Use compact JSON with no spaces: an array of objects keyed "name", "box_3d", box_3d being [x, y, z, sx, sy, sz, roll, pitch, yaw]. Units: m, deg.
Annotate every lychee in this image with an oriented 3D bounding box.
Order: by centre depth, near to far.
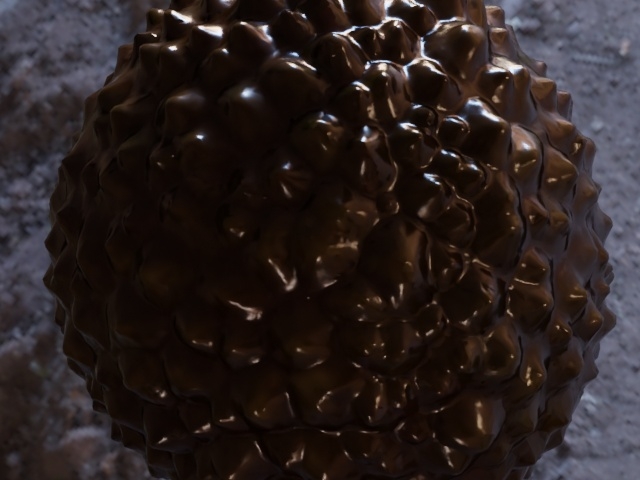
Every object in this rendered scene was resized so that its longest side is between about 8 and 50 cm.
[{"name":"lychee","box_3d":[0.000,0.000,0.441,0.200,0.200,0.238,-44,27,8]}]
